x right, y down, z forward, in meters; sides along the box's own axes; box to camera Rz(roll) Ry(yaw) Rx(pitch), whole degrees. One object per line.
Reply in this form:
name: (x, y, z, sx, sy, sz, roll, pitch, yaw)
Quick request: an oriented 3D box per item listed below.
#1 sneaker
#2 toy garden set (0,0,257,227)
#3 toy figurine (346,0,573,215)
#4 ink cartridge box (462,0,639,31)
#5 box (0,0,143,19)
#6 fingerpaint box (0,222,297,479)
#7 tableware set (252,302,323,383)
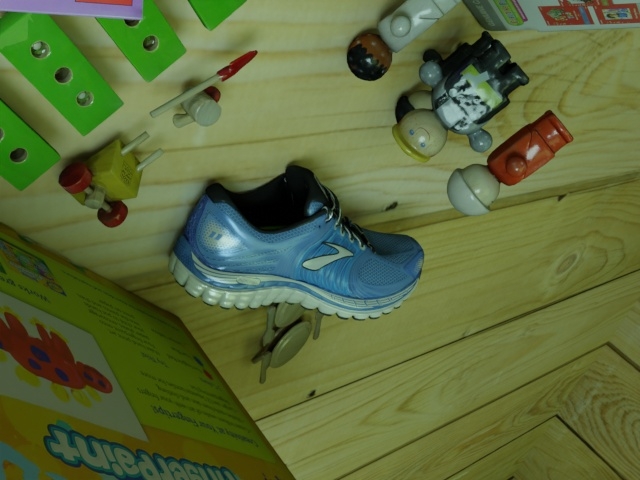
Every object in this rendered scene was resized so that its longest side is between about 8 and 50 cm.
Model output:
sneaker: (0.000, 0.000, 0.793, 0.330, 0.130, 0.147, 4, 118, -36)
toy garden set: (-0.166, -0.136, 0.571, 0.244, 0.049, 0.204, -42, 144, -6)
toy figurine: (0.137, -0.149, 0.730, 0.148, 0.213, 0.209, -38, 146, 20)
ink cartridge box: (0.247, -0.336, 0.670, 0.309, 0.272, 0.130, 25, 76, -55)
box: (-0.231, -0.228, 0.350, 0.293, 0.057, 0.201, -11, 119, -39)
fingerpaint box: (-0.208, 0.169, 0.559, 0.163, 0.371, 0.445, -45, 147, 0)
tableware set: (-0.047, 0.108, 0.958, 0.128, 0.039, 0.194, -36, 152, -34)
